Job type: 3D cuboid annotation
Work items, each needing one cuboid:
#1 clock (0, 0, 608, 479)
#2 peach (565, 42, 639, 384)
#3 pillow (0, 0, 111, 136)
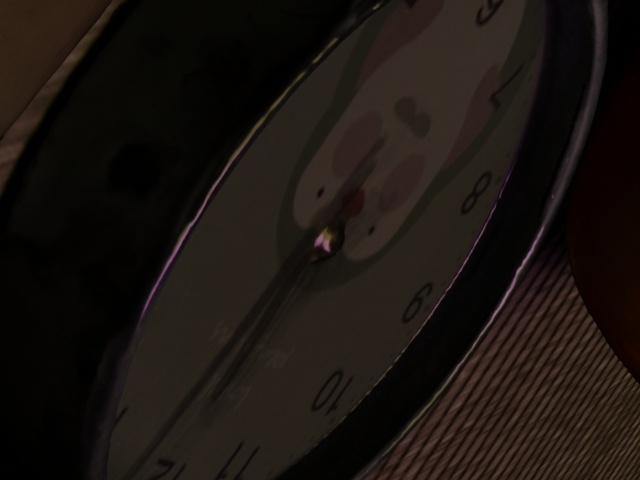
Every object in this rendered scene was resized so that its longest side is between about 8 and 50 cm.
[{"bbox_3d":[0.000,0.000,0.643,0.319,0.066,0.319,-40,152,-27],"label":"clock"},{"bbox_3d":[0.251,-0.007,0.863,0.281,0.238,0.281,-172,-90,-83],"label":"peach"},{"bbox_3d":[-0.073,-0.102,0.406,0.208,0.053,0.119,-51,152,0],"label":"pillow"}]
